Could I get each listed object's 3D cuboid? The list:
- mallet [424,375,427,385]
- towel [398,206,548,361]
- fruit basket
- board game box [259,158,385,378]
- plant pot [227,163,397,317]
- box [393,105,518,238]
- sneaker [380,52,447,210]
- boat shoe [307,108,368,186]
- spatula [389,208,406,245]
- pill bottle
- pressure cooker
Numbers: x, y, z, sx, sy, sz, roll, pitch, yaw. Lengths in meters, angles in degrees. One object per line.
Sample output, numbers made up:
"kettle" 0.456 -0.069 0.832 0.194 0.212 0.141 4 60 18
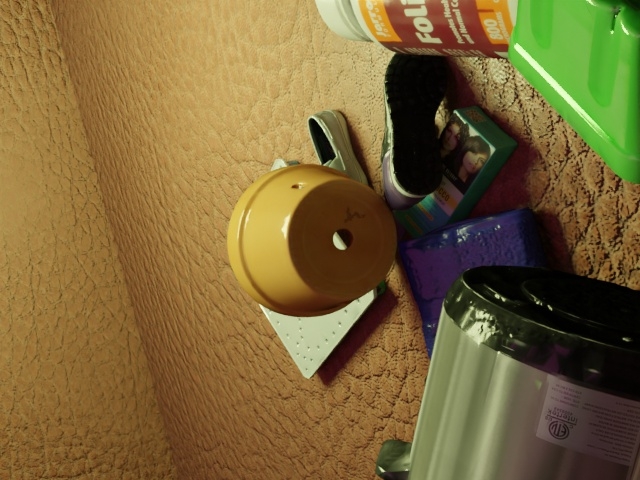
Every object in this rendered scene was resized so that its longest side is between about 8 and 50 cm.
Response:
"mallet" 0.211 0.204 1.252 0.062 0.039 0.189 -25 79 50
"towel" 0.273 0.116 1.057 0.228 0.076 0.308 -15 89 29
"fruit basket" 0.413 -0.210 0.647 0.282 0.392 0.392 62 144 34
"board game box" -0.046 0.071 1.512 0.390 0.050 0.390 55 139 22
"plant pot" 0.000 0.000 1.142 0.203 0.291 0.290 179 77 -69
"box" 0.221 -0.099 1.096 0.100 0.060 0.244 52 139 26
"sneaker" 0.137 -0.189 1.082 0.124 0.107 0.283 127 151 -70
"boat shoe" 0.028 -0.151 1.304 0.079 0.081 0.227 -21 87 53
"spatula" 0.145 -0.091 1.214 0.084 0.030 0.296 46 139 34
"pill bottle" 0.182 -0.372 0.902 0.392 0.224 0.223 21 119 47
"pressure cooker" 0.291 0.269 0.805 0.370 0.376 0.420 27 111 56
